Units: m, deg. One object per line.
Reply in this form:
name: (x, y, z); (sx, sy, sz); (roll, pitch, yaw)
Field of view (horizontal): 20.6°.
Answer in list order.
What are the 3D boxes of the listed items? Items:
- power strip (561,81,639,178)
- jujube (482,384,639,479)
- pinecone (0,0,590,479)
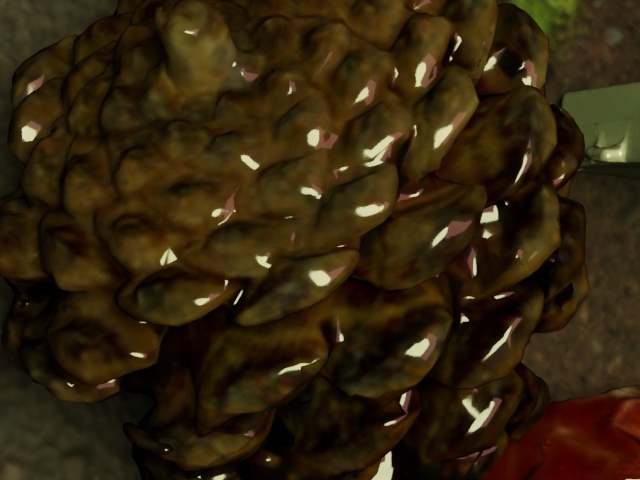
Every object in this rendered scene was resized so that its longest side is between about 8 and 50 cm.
power strip: (0.296, -0.041, 0.927); (0.367, 0.106, 0.043); (6, 88, -26)
jujube: (0.136, 0.193, 0.794); (0.174, 0.174, 0.250); (-2, 74, -27)
pinecone: (-0.009, 0.005, 0.706); (0.243, 0.243, 0.257); (-25, 117, -27)
